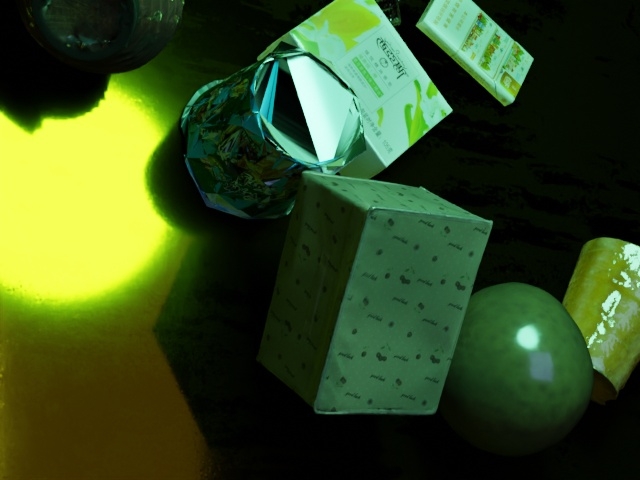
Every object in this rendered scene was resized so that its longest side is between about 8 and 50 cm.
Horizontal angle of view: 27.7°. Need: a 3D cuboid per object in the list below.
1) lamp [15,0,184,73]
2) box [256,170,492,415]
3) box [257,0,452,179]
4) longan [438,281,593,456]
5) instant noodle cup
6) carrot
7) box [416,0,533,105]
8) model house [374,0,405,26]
[{"bbox_3d":[-0.302,-0.347,1.783,0.247,0.247,0.247,13,66,-31],"label":"lamp"},{"bbox_3d":[0.071,0.072,1.822,0.225,0.190,0.297,6,107,-34],"label":"box"},{"bbox_3d":[0.056,-0.247,2.061,0.260,0.111,0.194,52,52,-5],"label":"box"},{"bbox_3d":[0.287,0.198,1.973,0.258,0.258,0.258,13,66,-31],"label":"longan"},{"bbox_3d":[-0.066,-0.164,1.901,0.240,0.178,0.240,12,67,-31],"label":"instant noodle cup"},{"bbox_3d":[0.482,0.145,2.182,0.196,0.196,0.254,39,64,-17],"label":"carrot"},{"bbox_3d":[0.275,-0.350,2.299,0.220,0.032,0.122,40,55,-17],"label":"box"},{"bbox_3d":[0.096,-0.427,2.156,0.165,0.106,0.152,-23,85,-34],"label":"model house"}]
